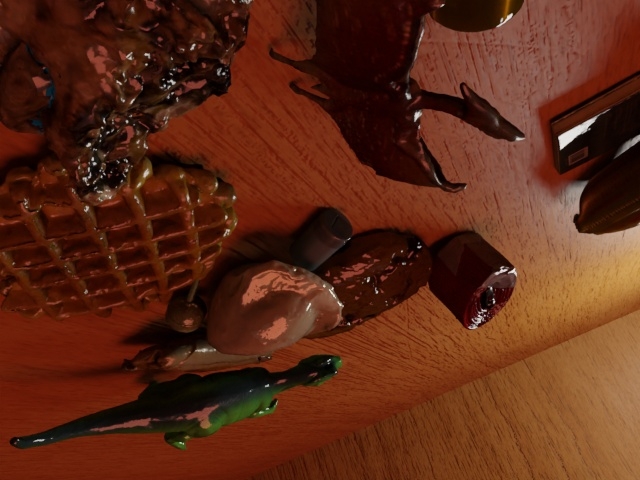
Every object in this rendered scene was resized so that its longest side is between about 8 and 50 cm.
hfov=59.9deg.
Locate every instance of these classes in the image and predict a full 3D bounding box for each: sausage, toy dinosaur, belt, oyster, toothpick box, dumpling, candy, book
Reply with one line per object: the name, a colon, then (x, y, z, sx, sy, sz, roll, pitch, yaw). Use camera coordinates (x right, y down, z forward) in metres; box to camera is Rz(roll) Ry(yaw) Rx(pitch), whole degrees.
sausage: (0.509, -0.083, 0.881, 0.117, 0.125, 0.317, 22, 151, -7)
toy dinosaur: (-0.195, 0.285, 0.953, 0.374, 0.144, 0.500, -20, 167, 17)
belt: (0.269, 0.071, 1.015, 0.128, 0.124, 0.201, -38, 148, -5)
oyster: (-0.151, -0.134, 0.375, 0.214, 0.083, 0.223, -32, 145, 16)
toothpick box: (0.000, 0.000, 0.760, 0.052, 0.052, 0.083, 3, 146, -40)
toy dinosaur: (0.058, -0.153, 0.460, 0.206, 0.113, 0.327, 4, 154, 47)
dumpling: (-0.072, 0.113, 0.809, 0.179, 0.131, 0.252, 11, 140, -26)
candy: (-0.170, 0.058, 0.763, 0.061, 0.061, 0.202, -4, 140, -31)
book: (0.435, -0.178, 0.772, 0.228, 0.024, 0.160, -29, 154, 15)

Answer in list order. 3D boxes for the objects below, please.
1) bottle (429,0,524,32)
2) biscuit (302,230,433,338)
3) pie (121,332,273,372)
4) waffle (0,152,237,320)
bottle: (0.099, -0.254, 0.320, 0.082, 0.082, 0.286, -21, 153, 1)
biscuit: (0.058, 0.090, 0.946, 0.295, 0.075, 0.296, -17, 153, -9)
pie: (-0.198, 0.193, 0.952, 0.128, 0.068, 0.282, -19, 166, 34)
waffle: (-0.234, 0.007, 0.597, 0.281, 0.058, 0.301, -1, 147, -32)
